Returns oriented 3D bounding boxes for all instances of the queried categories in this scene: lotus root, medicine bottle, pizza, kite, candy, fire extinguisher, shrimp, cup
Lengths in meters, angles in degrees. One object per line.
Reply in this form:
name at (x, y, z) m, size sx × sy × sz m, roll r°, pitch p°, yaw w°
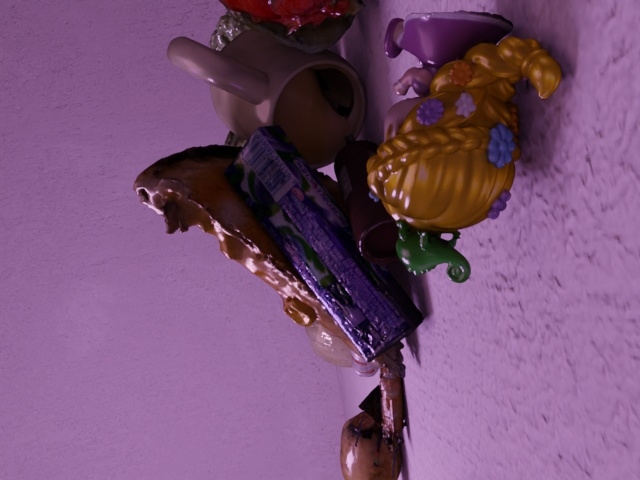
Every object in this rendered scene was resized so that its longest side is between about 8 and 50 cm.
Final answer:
lotus root at (0.094, 0.420, 1.092) m, size 0.118 × 0.125 × 0.221 m, roll 16°, pitch 121°, yaw 40°
medicine bottle at (0.088, 0.222, 1.142) m, size 0.057 × 0.057 × 0.089 m, roll -104°, pitch 6°, yaw -46°
pizza at (-0.037, -0.024, 0.888) m, size 0.435 × 0.080 × 0.392 m, roll 42°, pitch -154°, yaw -16°
kite at (0.109, 0.307, 0.994) m, size 0.183 × 0.010 × 0.160 m, roll 52°, pitch -138°, yaw -41°
candy at (0.000, 0.000, 0.721) m, size 0.312 × 0.088 × 0.061 m, roll 54°, pitch -149°, yaw 10°
fire extinguisher at (0.063, -0.061, 0.735) m, size 0.231 × 0.071 × 0.099 m, roll -104°, pitch -10°, yaw -50°
shrimp at (0.119, 0.263, 0.962) m, size 0.091 × 0.043 × 0.184 m, roll -44°, pitch -50°, yaw -86°
cup at (-0.089, -0.204, 0.834) m, size 0.202 × 0.255 × 0.173 m, roll 39°, pitch 133°, yaw 44°

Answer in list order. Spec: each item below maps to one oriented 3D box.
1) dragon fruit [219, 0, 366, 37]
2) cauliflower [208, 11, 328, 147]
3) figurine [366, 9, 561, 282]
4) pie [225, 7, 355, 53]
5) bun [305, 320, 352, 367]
dragon fruit at (-0.058, -0.342, 0.632) m, size 0.274 × 0.192 × 0.193 m, roll 38°, pitch 180°, yaw 1°
cauliflower at (-0.076, -0.273, 1.081) m, size 0.327 × 0.260 × 0.281 m, roll 29°, pitch -136°, yaw -49°
figurine at (0.082, -0.048, 0.339) m, size 0.115 × 0.094 × 0.156 m, roll 30°, pitch 114°, yaw 58°
pie at (-0.043, -0.318, 0.750) m, size 0.041 × 0.186 × 0.187 m, roll 134°, pitch 130°, yaw -56°
bun at (0.032, 0.183, 1.301) m, size 0.220 × 0.134 × 0.221 m, roll 167°, pitch 90°, yaw -89°
